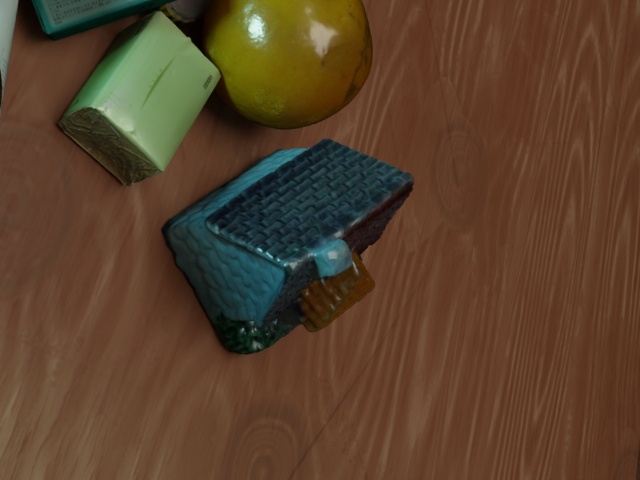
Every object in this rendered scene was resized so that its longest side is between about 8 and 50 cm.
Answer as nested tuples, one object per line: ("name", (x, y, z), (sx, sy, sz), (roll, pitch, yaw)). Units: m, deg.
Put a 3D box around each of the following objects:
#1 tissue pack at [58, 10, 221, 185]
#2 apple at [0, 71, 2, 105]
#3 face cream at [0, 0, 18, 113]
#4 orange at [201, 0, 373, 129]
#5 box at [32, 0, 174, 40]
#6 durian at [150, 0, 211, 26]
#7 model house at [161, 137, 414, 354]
("tissue pack", (-0.288, -0.232, 1.558), (0.159, 0.125, 0.234), (46, 52, -29))
("apple", (-0.560, -0.197, 1.135), (0.348, 0.277, 0.349), (6, 72, -17))
("face cream", (-0.500, -0.200, 1.354), (0.102, 0.102, 0.346), (19, 66, -42))
("orange", (-0.059, -0.346, 1.694), (0.312, 0.312, 0.312), (12, 73, -44))
("box", (-0.332, -0.423, 1.490), (0.244, 0.092, 0.153), (-20, 98, -6))
("durian", (-0.227, -0.471, 1.677), (0.260, 0.153, 0.187), (-24, 120, -48))
("model house", (0.000, 0.000, 1.618), (0.360, 0.339, 0.297), (-35, 105, -35))
